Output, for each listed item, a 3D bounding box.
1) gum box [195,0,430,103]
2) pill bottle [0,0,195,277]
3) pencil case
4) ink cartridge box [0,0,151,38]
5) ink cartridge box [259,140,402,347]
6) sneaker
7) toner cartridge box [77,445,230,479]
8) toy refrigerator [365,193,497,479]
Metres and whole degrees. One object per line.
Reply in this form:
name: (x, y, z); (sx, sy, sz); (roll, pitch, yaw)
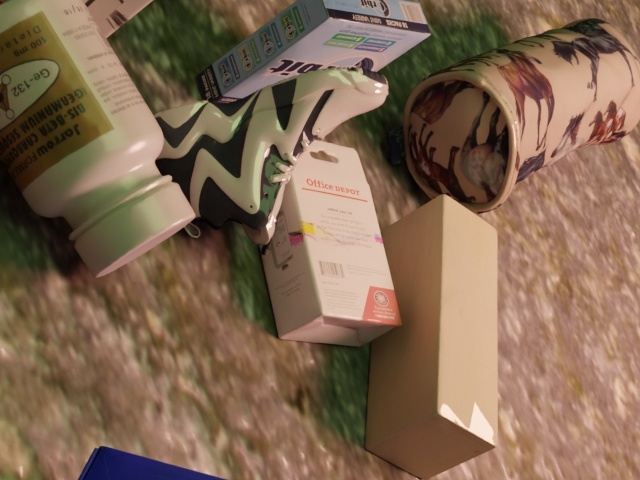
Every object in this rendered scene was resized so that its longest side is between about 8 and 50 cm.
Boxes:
gum box: (-0.008, -0.187, 1.570); (0.157, 0.184, 0.041); (-1, 66, -48)
pill bottle: (-0.209, -0.091, 1.326); (0.229, 0.131, 0.131); (58, 38, 0)
pencil case: (0.248, -0.151, 1.852); (0.160, 0.184, 0.410); (36, 32, 20)
ink cartridge box: (-0.215, -0.261, 1.380); (0.148, 0.203, 0.086); (40, 43, -21)
ink cartridge box: (0.000, 0.000, 1.546); (0.115, 0.067, 0.198); (11, 59, -43)
sneaker: (-0.038, -0.069, 1.467); (0.234, 0.094, 0.153); (-14, 88, -10)
toner cartridge box: (-0.034, 0.274, 1.147); (0.347, 0.075, 0.165); (14, 43, 10)
toy refrigerator: (0.118, 0.097, 1.581); (0.094, 0.102, 0.270); (31, 44, -30)
